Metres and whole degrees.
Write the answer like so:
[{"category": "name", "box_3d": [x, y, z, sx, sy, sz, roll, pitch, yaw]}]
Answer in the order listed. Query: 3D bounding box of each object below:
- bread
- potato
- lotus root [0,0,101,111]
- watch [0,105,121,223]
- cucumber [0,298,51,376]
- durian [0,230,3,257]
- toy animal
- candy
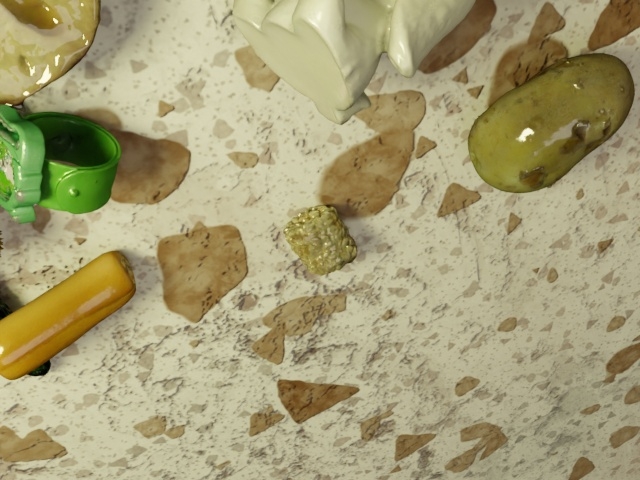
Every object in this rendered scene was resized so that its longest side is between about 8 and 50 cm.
[{"category": "bread", "box_3d": [-0.368, 0.108, 1.137, 0.239, 0.074, 0.092, -37, 136, -15]}, {"category": "potato", "box_3d": [0.341, -0.177, 1.180, 0.262, 0.165, 0.165, -41, 132, 21]}, {"category": "lotus root", "box_3d": [-0.406, -0.307, 0.785, 0.390, 0.111, 0.375, 8, 124, -25]}, {"category": "watch", "box_3d": [-0.334, -0.111, 0.979, 0.152, 0.165, 0.131, -16, 138, -44]}, {"category": "cucumber", "box_3d": [-0.474, 0.125, 1.159, 0.067, 0.067, 0.293, -23, 135, -2]}, {"category": "durian", "box_3d": [-0.487, -0.010, 0.966, 0.158, 0.168, 0.137, -35, 167, -48]}, {"category": "toy animal", "box_3d": [0.064, -0.287, 0.931, 0.265, 0.272, 0.206, -45, 122, -13]}, {"category": "candy", "box_3d": [0.000, 0.000, 1.246, 0.095, 0.085, 0.110, -30, 123, -8]}]
